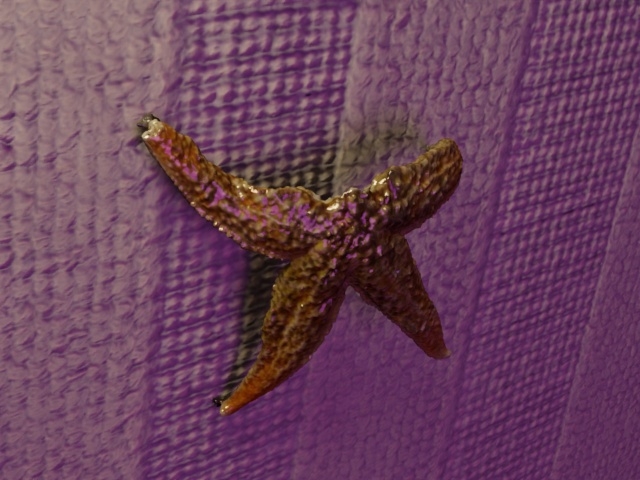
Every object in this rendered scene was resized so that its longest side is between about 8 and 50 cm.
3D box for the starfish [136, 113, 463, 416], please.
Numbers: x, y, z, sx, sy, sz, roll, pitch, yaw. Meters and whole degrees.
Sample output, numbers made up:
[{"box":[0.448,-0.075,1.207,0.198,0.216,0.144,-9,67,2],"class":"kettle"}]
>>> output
[{"box":[0.009,0.004,1.334,0.398,0.132,0.384,-23,133,-31],"class":"starfish"}]
